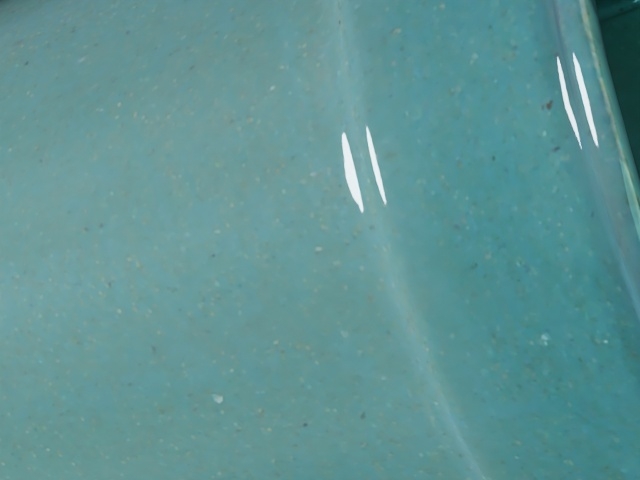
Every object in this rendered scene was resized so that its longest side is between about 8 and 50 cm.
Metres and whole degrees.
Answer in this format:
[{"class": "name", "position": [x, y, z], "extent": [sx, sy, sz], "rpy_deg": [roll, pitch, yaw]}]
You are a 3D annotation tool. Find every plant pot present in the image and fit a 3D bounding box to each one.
[{"class": "plant pot", "position": [0.000, 0.000, 0.725], "extent": [0.334, 0.341, 0.341], "rpy_deg": [-16, 111, 22]}]
